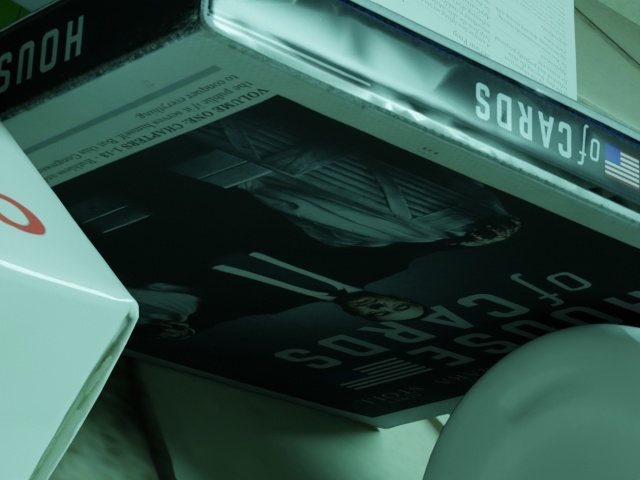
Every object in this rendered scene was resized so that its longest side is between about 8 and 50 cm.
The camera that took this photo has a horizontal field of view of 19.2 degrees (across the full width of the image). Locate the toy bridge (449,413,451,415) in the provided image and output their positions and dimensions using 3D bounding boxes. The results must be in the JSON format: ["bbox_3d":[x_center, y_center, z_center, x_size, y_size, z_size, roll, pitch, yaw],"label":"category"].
[{"bbox_3d":[0.047,0.035,0.720,0.063,0.026,0.188,26,16,-22],"label":"toy bridge"}]

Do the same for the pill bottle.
[{"bbox_3d":[0.120,0.089,0.538,0.180,0.108,0.108,16,23,-48],"label":"pill bottle"}]

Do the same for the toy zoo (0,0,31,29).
[{"bbox_3d":[-0.206,-0.116,0.553,0.293,0.030,0.192,19,4,-42],"label":"toy zoo"}]

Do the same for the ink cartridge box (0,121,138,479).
[{"bbox_3d":[-0.154,-0.028,0.361,0.160,0.093,0.219,20,19,-42],"label":"ink cartridge box"}]

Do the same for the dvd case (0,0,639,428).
[{"bbox_3d":[0.000,0.000,0.495,0.238,0.179,0.030,21,62,-40],"label":"dvd case"}]

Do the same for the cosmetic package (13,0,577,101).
[{"bbox_3d":[-0.032,-0.094,0.487,0.239,0.060,0.099,29,48,-33],"label":"cosmetic package"}]
